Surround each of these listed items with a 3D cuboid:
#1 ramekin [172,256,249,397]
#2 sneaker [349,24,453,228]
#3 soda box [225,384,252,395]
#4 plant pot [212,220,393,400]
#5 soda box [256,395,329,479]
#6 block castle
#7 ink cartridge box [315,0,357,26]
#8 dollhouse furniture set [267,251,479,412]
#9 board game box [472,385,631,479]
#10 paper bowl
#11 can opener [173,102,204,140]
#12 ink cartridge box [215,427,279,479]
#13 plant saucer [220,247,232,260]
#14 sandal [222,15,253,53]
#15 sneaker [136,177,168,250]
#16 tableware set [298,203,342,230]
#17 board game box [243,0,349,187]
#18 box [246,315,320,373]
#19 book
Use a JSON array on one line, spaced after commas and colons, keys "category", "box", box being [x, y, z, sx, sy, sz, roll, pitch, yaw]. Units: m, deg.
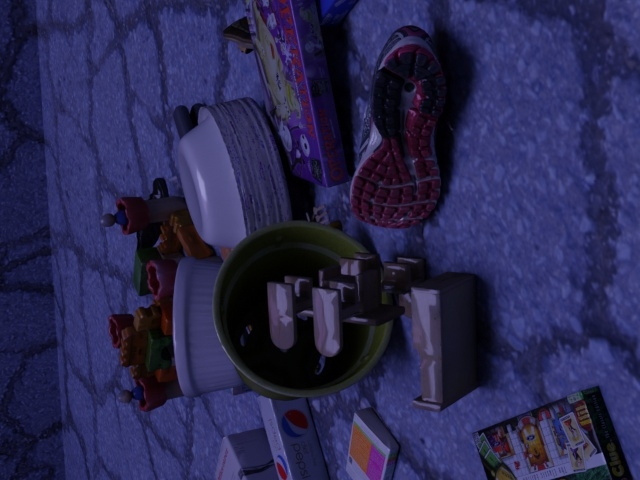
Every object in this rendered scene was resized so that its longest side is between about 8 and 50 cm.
[{"category": "ramekin", "box": [-0.199, 0.163, 2.034, 0.273, 0.127, 0.273, -3, -90, -87]}, {"category": "sneaker", "box": [0.112, -0.141, 1.418, 0.112, 0.121, 0.299, -85, 4, -52]}, {"category": "soda box", "box": [-0.193, 0.277, 2.231, 0.183, 0.063, 0.058, 11, 109, 64]}, {"category": "plant pot", "box": [-0.045, 0.142, 1.691, 0.254, 0.276, 0.276, 116, 138, -67]}, {"category": "soda box", "box": [-0.048, 0.379, 1.957, 0.069, 0.074, 0.216, -40, 64, 61]}, {"category": "block castle", "box": [-0.383, 0.148, 2.405, 0.303, 0.213, 0.453, 57, 146, 39]}, {"category": "ink cartridge box", "box": [0.000, -0.437, 1.592, 0.097, 0.046, 0.207, -42, 62, 62]}, {"category": "dollhouse furniture set", "box": [0.083, 0.123, 1.445, 0.242, 0.212, 0.161, 5, 104, 36]}, {"category": "board game box", "box": [0.279, 0.274, 1.300, 0.260, 0.030, 0.136, -45, 61, 60]}, {"category": "paper bowl", "box": [-0.159, -0.101, 1.868, 0.284, 0.148, 0.284, 166, 90, -75]}, {"category": "can opener", "box": [-0.238, -0.148, 2.157, 0.093, 0.074, 0.280, -51, 54, 59]}, {"category": "ink cartridge box", "box": [-0.127, 0.515, 2.147, 0.219, 0.093, 0.160, 60, 147, 37]}, {"category": "plant saucer", "box": [-0.190, 0.017, 2.187, 0.083, 0.013, 0.083, 32, 126, 57]}, {"category": "sandal", "box": [-0.115, -0.350, 1.851, 0.180, 0.072, 0.049, 36, 152, 50]}, {"category": "sneaker", "box": [-0.406, -0.060, 2.517, 0.051, 0.089, 0.170, 12, 110, 63]}, {"category": "tableware set", "box": [0.000, 0.000, 1.783, 0.154, 0.024, 0.104, -31, 74, 62]}, {"category": "board game box", "box": [-0.045, -0.268, 1.682, 0.208, 0.056, 0.346, 20, 125, 60]}, {"category": "box", "box": [-0.069, 0.189, 1.908, 0.137, 0.094, 0.027, 62, 149, 31]}, {"category": "book", "box": [0.083, 0.358, 1.729, 0.096, 0.035, 0.144, 49, 141, 42]}]
